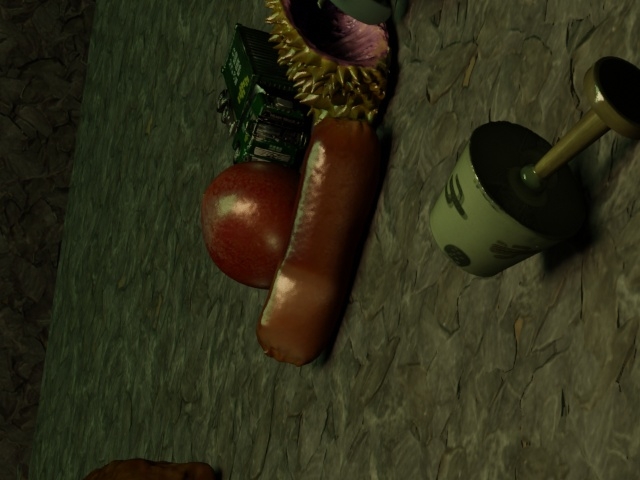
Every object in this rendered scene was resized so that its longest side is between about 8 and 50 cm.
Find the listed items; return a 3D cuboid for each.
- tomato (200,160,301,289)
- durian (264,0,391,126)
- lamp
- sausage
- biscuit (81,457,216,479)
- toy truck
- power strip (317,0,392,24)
[{"bbox_3d":[-0.074,-0.022,1.947,0.167,0.167,0.167,-168,90,-71],"label":"tomato"},{"bbox_3d":[0.013,-0.230,1.897,0.260,0.154,0.186,-91,-3,-53],"label":"durian"},{"bbox_3d":[0.180,-0.060,1.293,0.214,0.121,0.121,-46,36,43],"label":"lamp"},{"bbox_3d":[0.000,0.000,1.813,0.083,0.089,0.300,-97,23,-75],"label":"sausage"},{"bbox_3d":[-0.278,0.500,2.194,0.342,0.166,0.395,149,131,-62],"label":"biscuit"},{"bbox_3d":[-0.079,-0.187,2.155,0.259,0.088,0.121,-110,36,-59],"label":"toy truck"},{"bbox_3d":[0.033,-0.338,1.820,0.044,0.137,0.216,-29,40,43],"label":"power strip"}]
